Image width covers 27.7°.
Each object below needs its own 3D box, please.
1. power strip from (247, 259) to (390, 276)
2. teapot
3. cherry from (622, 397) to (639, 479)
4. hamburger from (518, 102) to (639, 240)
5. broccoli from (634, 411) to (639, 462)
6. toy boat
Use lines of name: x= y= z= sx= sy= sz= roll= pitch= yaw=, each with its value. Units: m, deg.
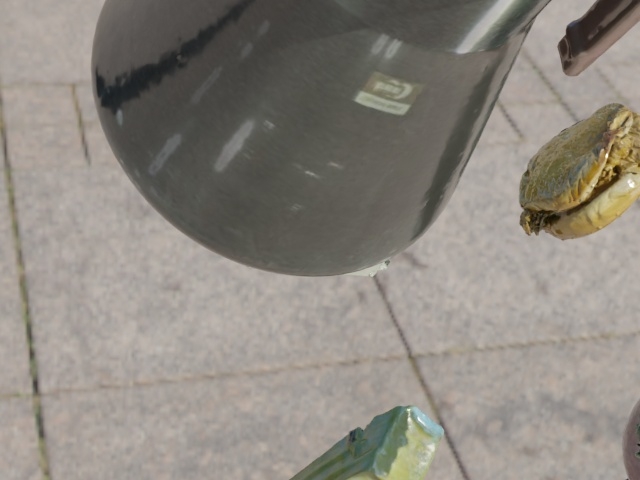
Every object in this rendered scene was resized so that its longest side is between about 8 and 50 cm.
power strip: x=0.000 y=0.000 z=1.440 sx=0.192 sy=0.081 sz=0.035 roll=5 pitch=40 yaw=-31
teapot: x=0.047 y=-0.141 z=0.734 sx=0.300 sy=0.344 sz=0.253 roll=1 pitch=68 yaw=-24
cherry: x=0.537 y=0.265 z=1.720 sx=0.261 sy=0.307 sz=0.221 roll=4 pitch=53 yaw=-57
hamburger: x=0.267 y=-0.066 z=1.303 sx=0.083 sy=0.147 sz=0.138 roll=46 pitch=37 yaw=-11
broccoli: x=0.414 y=0.161 z=1.210 sx=0.176 sy=0.226 sz=0.198 roll=34 pitch=17 yaw=-49
toy boat: x=0.037 y=0.317 z=1.640 sx=0.111 sy=0.276 sz=0.084 roll=37 pitch=28 yaw=-27
